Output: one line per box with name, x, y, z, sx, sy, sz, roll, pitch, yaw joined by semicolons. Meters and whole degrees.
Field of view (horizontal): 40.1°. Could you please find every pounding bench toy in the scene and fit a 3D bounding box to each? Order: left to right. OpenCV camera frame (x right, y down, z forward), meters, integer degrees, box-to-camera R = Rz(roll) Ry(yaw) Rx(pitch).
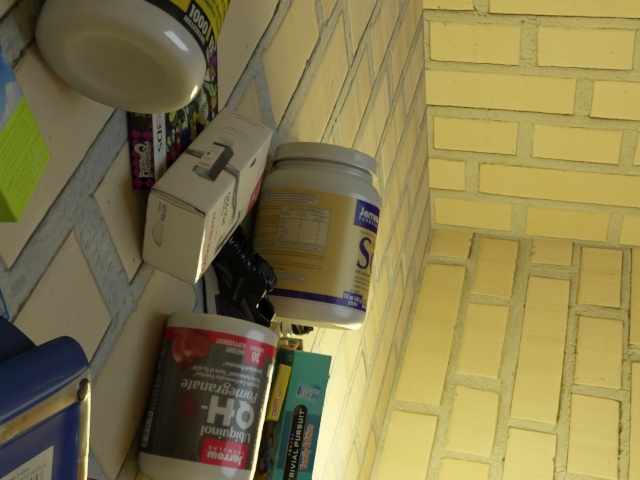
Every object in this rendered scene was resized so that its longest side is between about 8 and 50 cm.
pounding bench toy;-0.069;0.238;1.943;0.065;0.052;0.083;-62;154;-55

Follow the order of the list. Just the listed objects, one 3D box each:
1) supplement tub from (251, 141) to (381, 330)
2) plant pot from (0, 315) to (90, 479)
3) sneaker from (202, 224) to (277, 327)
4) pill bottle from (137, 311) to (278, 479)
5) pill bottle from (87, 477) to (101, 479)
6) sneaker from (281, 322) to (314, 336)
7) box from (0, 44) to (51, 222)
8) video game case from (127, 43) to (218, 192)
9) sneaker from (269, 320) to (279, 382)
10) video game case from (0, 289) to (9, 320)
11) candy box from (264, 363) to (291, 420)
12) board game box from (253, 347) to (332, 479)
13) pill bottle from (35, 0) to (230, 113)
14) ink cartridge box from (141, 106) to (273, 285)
supplement tub;-0.012;-0.004;1.699;0.241;0.241;0.331;36;62;-73
plant pot;-0.314;0.179;0.678;0.236;0.212;0.235;-28;127;-71
sneaker;-0.133;0.033;1.486;0.107;0.124;0.283;-66;157;-50
pill bottle;-0.175;0.278;1.325;0.176;0.177;0.318;50;47;-70
pill bottle;-0.207;0.382;1.051;0.162;0.279;0.162;6;90;-76
sneaker;-0.034;0.134;1.987;0.072;0.077;0.178;40;57;-74
box;-0.324;-0.116;0.852;0.178;0.043;0.109;79;14;-45
video game case;-0.209;-0.202;1.272;0.232;0.042;0.210;-50;145;-64
sneaker;-0.133;0.233;1.585;0.302;0.108;0.121;-37;129;-76
video game case;-0.361;0.047;0.856;0.119;0.015;0.166;-65;155;-53
candy box;-0.102;0.300;1.713;0.206;0.027;0.105;143;-39;-71
board game box;-0.068;0.387;1.754;0.254;0.079;0.335;154;-54;-76
pill bottle;-0.186;-0.330;1.020;0.188;0.188;0.333;69;31;-60
ink cartridge box;-0.164;-0.066;1.281;0.218;0.092;0.158;-56;169;-43
